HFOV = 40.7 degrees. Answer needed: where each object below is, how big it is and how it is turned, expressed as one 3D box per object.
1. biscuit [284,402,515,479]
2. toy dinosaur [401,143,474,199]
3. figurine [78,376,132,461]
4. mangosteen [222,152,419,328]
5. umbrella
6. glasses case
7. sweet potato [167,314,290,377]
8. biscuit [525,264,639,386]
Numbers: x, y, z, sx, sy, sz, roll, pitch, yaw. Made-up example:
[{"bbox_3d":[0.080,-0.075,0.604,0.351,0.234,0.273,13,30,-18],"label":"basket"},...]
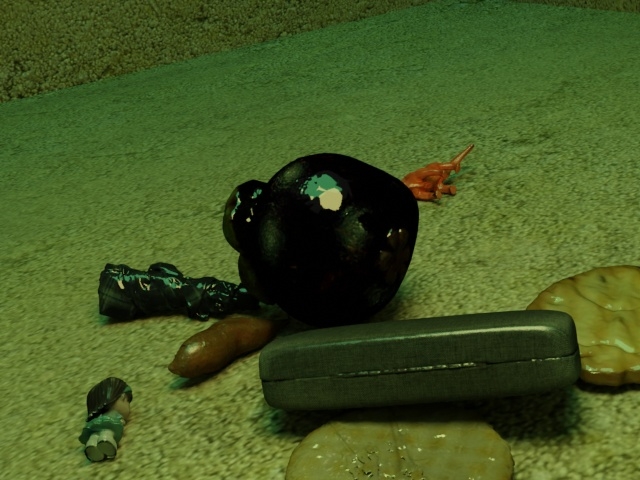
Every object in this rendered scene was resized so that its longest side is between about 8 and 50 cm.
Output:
[{"bbox_3d":[0.072,0.212,0.807,0.219,0.033,0.220,-6,23,3],"label":"biscuit"},{"bbox_3d":[0.169,-0.092,1.446,0.279,0.055,0.101,-28,21,-36],"label":"toy dinosaur"},{"bbox_3d":[-0.235,0.194,0.934,0.060,0.047,0.106,-40,26,17],"label":"figurine"},{"bbox_3d":[0.000,0.000,1.081,0.242,0.243,0.243,-7,24,3],"label":"mangosteen"},{"bbox_3d":[-0.189,0.070,1.178,0.224,0.080,0.071,1,-11,11],"label":"umbrella"},{"bbox_3d":[0.100,0.121,0.890,0.323,0.074,0.131,-7,2,15],"label":"glasses case"},{"bbox_3d":[-0.106,0.120,1.053,0.194,0.057,0.056,-20,26,-39],"label":"sweet potato"},{"bbox_3d":[0.340,0.092,0.992,0.202,0.041,0.260,0,24,25],"label":"biscuit"}]
